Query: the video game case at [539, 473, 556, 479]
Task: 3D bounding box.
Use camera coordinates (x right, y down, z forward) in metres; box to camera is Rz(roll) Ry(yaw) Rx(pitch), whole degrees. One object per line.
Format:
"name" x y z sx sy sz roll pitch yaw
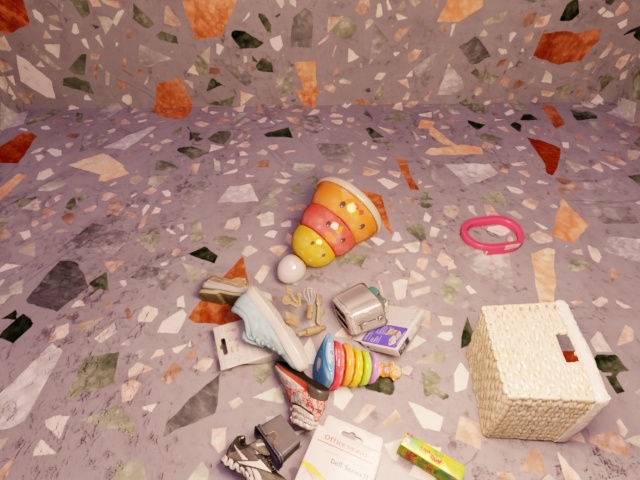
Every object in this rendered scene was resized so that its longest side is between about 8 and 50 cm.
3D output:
"video game case" 0.630 0.841 1.027 0.299 0.036 0.329 -26 52 -22

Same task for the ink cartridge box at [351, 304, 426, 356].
"ink cartridge box" 0.251 0.324 1.484 0.208 0.045 0.206 1 36 46

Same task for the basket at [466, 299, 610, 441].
"basket" 0.636 0.407 1.249 0.266 0.332 0.329 -2 46 6

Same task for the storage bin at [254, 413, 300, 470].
"storage bin" -0.127 0.600 1.220 0.091 0.098 0.135 -25 51 -35

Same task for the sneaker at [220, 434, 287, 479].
"sneaker" -0.177 0.634 1.151 0.234 0.078 0.106 13 70 30

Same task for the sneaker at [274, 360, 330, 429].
"sneaker" -0.085 0.501 1.304 0.270 0.090 0.145 14 86 51

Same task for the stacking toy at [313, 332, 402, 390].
"stacking toy" 0.138 0.432 1.358 0.301 0.166 0.175 10 47 -11

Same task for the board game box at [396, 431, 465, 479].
"board game box" 0.319 0.642 1.175 0.181 0.092 0.043 24 52 21

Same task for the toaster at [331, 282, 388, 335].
"toaster" 0.138 0.253 1.502 0.146 0.129 0.227 -21 27 -15

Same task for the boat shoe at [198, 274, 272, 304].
"boat shoe" -0.326 0.196 1.581 0.302 0.113 0.103 9 53 9

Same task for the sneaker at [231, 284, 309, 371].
"sneaker" -0.184 0.331 1.398 0.150 0.135 0.366 -42 58 -1

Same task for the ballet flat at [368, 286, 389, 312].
"ballet flat" 0.224 0.235 1.577 0.057 0.052 0.168 -29 19 -1

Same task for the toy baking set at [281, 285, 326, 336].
"toy baking set" -0.047 0.259 1.499 0.256 0.030 0.197 8 54 -51

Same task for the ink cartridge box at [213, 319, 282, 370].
"ink cartridge box" -0.261 0.370 1.462 0.224 0.056 0.181 -16 49 -11

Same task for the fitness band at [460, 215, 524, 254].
"fitness band" 0.791 -0.028 1.846 0.290 0.054 0.209 -6 44 -7

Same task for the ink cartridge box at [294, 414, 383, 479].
"ink cartridge box" 0.043 0.672 1.126 0.207 0.119 0.354 16 49 16

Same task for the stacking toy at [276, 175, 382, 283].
"stacking toy" 0.000 0.000 1.699 0.350 0.351 0.480 32 73 27
